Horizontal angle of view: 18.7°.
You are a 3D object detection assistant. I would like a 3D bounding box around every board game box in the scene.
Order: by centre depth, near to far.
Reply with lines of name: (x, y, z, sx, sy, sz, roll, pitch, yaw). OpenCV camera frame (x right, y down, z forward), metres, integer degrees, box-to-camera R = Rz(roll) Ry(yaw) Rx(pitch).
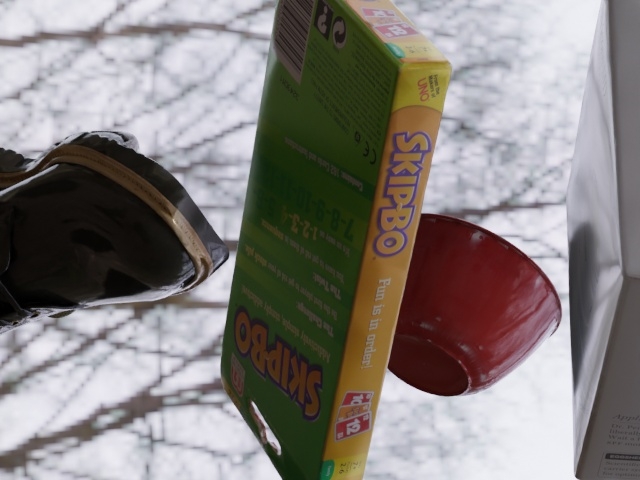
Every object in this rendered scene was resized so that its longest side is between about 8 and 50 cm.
board game box: (0.000, 0.000, 0.941, 0.124, 0.039, 0.259, 53, -41, 47)

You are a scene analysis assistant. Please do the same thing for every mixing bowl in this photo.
mixing bowl: (0.109, 0.072, 1.685, 0.181, 0.181, 0.098, -12, -139, 49)

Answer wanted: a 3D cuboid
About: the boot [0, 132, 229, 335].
boot: (-0.136, 0.028, 0.763, 0.198, 0.137, 0.077, -2, -53, 54)

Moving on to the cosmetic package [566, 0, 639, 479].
cosmetic package: (0.223, -0.005, 1.145, 0.225, 0.138, 0.224, 93, 0, -54)

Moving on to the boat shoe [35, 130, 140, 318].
boat shoe: (-0.139, 0.009, 0.994, 0.068, 0.190, 0.072, 6, -64, 24)
